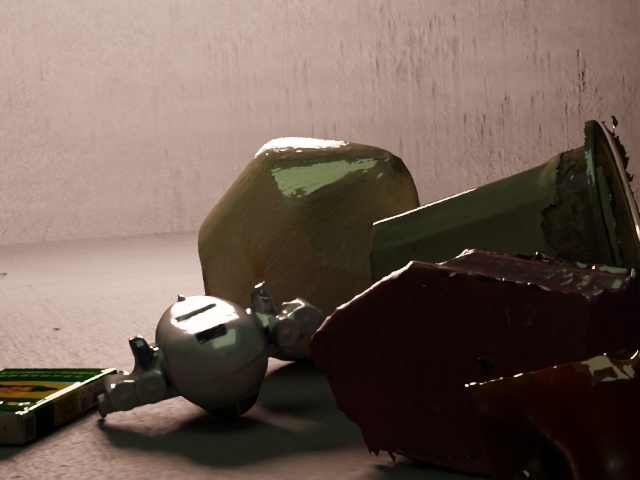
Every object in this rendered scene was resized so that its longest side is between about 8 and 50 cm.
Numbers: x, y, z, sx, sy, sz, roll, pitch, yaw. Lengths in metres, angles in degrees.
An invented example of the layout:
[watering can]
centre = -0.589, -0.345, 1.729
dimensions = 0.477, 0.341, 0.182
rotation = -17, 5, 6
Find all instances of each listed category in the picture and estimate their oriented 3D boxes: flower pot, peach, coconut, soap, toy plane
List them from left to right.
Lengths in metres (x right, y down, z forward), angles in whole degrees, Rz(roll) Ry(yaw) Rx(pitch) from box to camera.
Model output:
[toy plane]
centre = -0.108, 0.116, 1.867
dimensions = 0.244, 0.117, 0.245
rotation = -18, 12, 4
[coconut]
centre = 0.000, 0.000, 2.117
dimensions = 0.266, 0.237, 0.237
rotation = -47, -9, 18
[soap]
centre = 0.126, 0.099, 1.582
dimensions = 0.289, 0.182, 0.112
rotation = 9, 14, 38
[flower pot]
centre = 0.197, 0.046, 1.851
dimensions = 0.259, 0.290, 0.290
rotation = -15, 3, 14
[peach]
centre = 0.238, 0.139, 1.254
dimensions = 0.158, 0.154, 0.267
rotation = -9, -5, 37

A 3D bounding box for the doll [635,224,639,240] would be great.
[doll]
centre = 0.447, 0.037, 2.165
dimensions = 0.255, 0.196, 0.152
rotation = -3, 42, -39

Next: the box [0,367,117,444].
[box]
centre = -0.304, 0.162, 1.866
dimensions = 0.132, 0.034, 0.235
rotation = -1, 6, 16
